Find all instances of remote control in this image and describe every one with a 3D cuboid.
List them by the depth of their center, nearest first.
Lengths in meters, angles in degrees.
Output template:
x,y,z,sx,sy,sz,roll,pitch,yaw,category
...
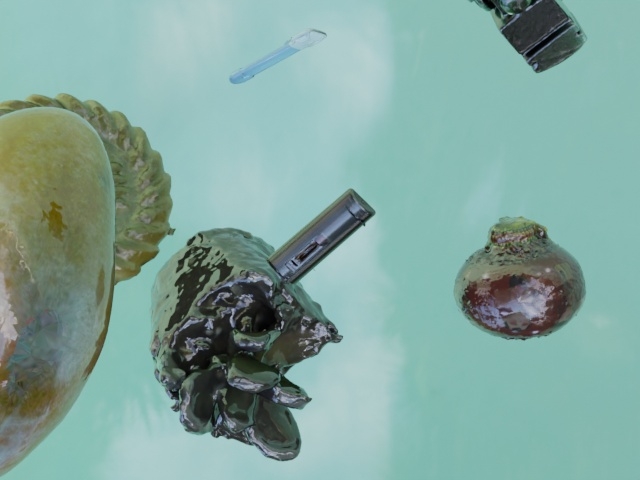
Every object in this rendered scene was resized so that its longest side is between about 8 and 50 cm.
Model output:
x,y,z,sx,sy,sz,roll,pitch,yaw,category
0.000,0.000,0.997,0.034,0.016,0.091,44,112,-12,remote control

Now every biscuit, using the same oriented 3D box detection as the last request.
x,y,z,sx,sy,sz,roll,pitch,yaw,category
-0.275,-0.084,1.604,0.273,0.187,0.036,45,146,9,biscuit

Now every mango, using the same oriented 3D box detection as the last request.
x,y,z,sx,sy,sz,roll,pitch,yaw,category
-0.286,0.043,1.192,0.199,0.384,0.221,-9,142,46,mango

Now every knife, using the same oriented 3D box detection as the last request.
x,y,z,sx,sy,sz,roll,pitch,yaw,category
-0.037,-0.149,1.081,0.096,0.010,0.027,-25,162,33,knife

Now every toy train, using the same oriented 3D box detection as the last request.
x,y,z,sx,sy,sz,roll,pitch,yaw,category
0.155,-0.223,1.118,0.071,0.170,0.111,-35,126,17,toy train

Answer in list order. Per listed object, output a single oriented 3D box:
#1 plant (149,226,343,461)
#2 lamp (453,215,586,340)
x,y,z,sx,sy,sz,roll,pitch,yaw,category
-0.091,0.117,1.564,0.188,0.276,0.199,-38,127,10,plant
0.233,0.043,1.583,0.156,0.157,0.135,-9,107,-11,lamp
